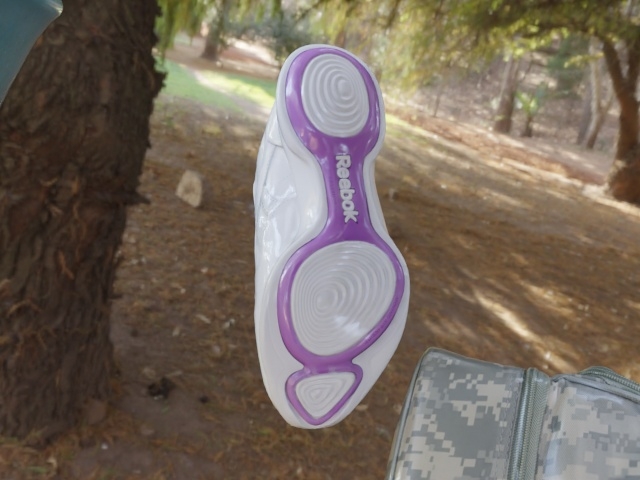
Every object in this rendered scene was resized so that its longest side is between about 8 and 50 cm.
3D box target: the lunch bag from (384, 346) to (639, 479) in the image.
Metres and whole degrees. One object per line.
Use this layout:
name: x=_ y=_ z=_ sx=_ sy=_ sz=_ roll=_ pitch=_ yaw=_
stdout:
lunch bag: x=0.195 y=0.242 z=0.532 sx=0.255 sy=0.305 sz=0.213 roll=8 pitch=56 yaw=20

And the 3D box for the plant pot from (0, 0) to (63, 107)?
plant pot: x=-0.299 y=-0.118 z=0.363 sx=0.272 sy=0.255 sz=0.271 roll=49 pitch=1 yaw=-1

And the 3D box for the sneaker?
sneaker: x=0.000 y=0.000 z=0.553 sx=0.114 sy=0.305 sz=0.152 roll=7 pitch=-16 yaw=-14
